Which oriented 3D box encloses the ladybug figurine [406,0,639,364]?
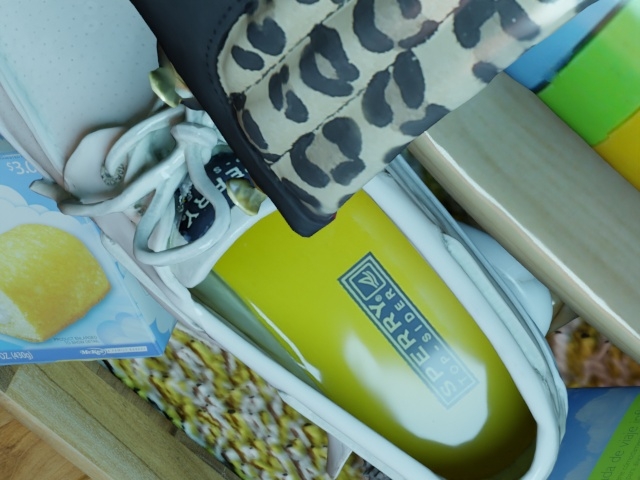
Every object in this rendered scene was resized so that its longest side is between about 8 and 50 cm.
[{"bbox_3d":[0.155,-0.079,0.595,0.449,0.162,0.305,44,157,-5],"label":"ladybug figurine"}]

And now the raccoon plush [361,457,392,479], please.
[{"bbox_3d":[0.164,0.190,0.850,0.299,0.216,0.446,21,160,-2],"label":"raccoon plush"}]

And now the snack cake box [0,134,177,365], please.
[{"bbox_3d":[-0.218,-0.010,0.917,0.264,0.089,0.152,-5,132,23],"label":"snack cake box"}]

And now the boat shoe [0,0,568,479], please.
[{"bbox_3d":[-0.039,-0.022,0.675,0.136,0.156,0.367,-42,90,3],"label":"boat shoe"}]

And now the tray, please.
[{"bbox_3d":[-0.261,0.200,1.154,0.411,0.076,0.203,-29,119,37],"label":"tray"}]

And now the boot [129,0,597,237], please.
[{"bbox_3d":[-0.075,-0.127,0.514,0.284,0.138,0.377,50,145,-3],"label":"boot"}]

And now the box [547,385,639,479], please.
[{"bbox_3d":[0.133,0.111,0.750,0.178,0.109,0.042,-6,119,40],"label":"box"}]

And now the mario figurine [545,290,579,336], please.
[{"bbox_3d":[0.248,0.078,0.778,0.321,0.170,0.198,29,171,1],"label":"mario figurine"}]

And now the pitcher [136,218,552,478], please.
[{"bbox_3d":[0.000,0.000,0.807,0.178,0.125,0.207,-33,101,39],"label":"pitcher"}]
